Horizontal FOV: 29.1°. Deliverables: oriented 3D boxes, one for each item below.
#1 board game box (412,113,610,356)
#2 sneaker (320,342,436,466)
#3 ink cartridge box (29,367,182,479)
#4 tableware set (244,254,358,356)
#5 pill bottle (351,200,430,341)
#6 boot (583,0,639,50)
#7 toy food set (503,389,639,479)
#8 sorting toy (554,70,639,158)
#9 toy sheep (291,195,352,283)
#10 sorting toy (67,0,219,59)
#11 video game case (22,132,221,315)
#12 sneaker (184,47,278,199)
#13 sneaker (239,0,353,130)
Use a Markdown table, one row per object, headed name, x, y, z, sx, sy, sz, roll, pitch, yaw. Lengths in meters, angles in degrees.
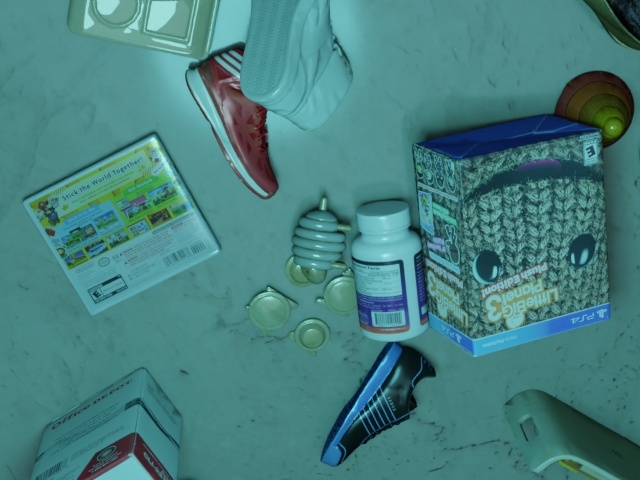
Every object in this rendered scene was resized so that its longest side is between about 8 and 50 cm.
| name | x | y | z | sx | sy | sz | roll | pitch | yaw |
| --- | --- | --- | --- | --- | --- | --- | --- | --- | --- |
| board game box | 0.277 | -0.012 | 1.775 | 0.232 | 0.141 | 0.291 | -14 | 109 | -19 |
| sneaker | 0.089 | 0.270 | 1.925 | 0.090 | 0.081 | 0.232 | 32 | 103 | -4 |
| ink cartridge box | -0.319 | 0.333 | 1.831 | 0.197 | 0.273 | 0.114 | -31 | 110 | 8 |
| tableware set | -0.021 | 0.096 | 1.897 | 0.141 | 0.020 | 0.168 | 38 | 101 | -14 |
| pill bottle | 0.102 | 0.044 | 1.838 | 0.108 | 0.108 | 0.193 | -7 | 108 | 0 |
| boot | 0.379 | -0.381 | 1.708 | 0.305 | 0.115 | 0.112 | 42 | 104 | -13 |
| toy food set | 0.432 | 0.365 | 1.896 | 0.306 | 0.219 | 0.092 | 29 | 104 | -11 |
| sorting toy | 0.521 | -0.127 | 1.790 | 0.366 | 0.126 | 0.127 | 23 | 106 | -8 |
| toy sheep | 0.000 | 0.000 | 1.834 | 0.091 | 0.091 | 0.132 | 7 | 93 | -5 |
| sorting toy | -0.241 | -0.368 | 1.732 | 0.208 | 0.038 | 0.193 | 12 | 107 | -1 |
| video game case | -0.296 | -0.022 | 1.845 | 0.227 | 0.026 | 0.206 | -26 | 107 | 7 |
| sneaker | -0.090 | -0.175 | 1.772 | 0.128 | 0.087 | 0.221 | -29 | 108 | 8 |
| sneaker | -0.018 | -0.303 | 1.731 | 0.108 | 0.169 | 0.292 | 8 | 78 | 32 |
